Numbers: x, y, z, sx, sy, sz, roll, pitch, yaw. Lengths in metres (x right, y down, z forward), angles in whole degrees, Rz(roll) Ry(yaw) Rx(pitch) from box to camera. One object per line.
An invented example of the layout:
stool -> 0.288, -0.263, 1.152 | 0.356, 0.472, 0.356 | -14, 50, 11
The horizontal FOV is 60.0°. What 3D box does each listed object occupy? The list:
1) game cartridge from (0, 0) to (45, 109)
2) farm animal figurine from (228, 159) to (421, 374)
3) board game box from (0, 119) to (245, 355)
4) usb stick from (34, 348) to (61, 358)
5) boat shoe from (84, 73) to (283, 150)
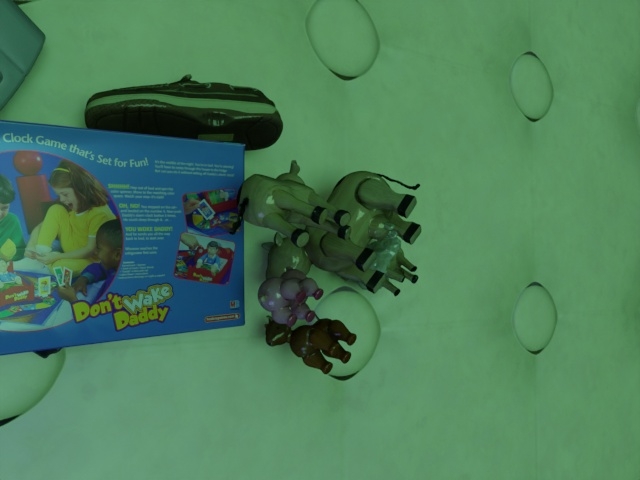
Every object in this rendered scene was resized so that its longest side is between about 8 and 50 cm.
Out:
game cartridge -> -0.439, -0.180, 0.565 | 0.196, 0.060, 0.294 | 53, 57, -36
farm animal figurine -> 0.000, 0.000, 0.778 | 0.326, 0.172, 0.331 | -40, 143, -31
board game box -> -0.255, -0.005, 0.629 | 0.346, 0.078, 0.234 | -1, 92, -37
usb stick -> -0.274, 0.014, 0.693 | 0.077, 0.045, 0.278 | 46, 65, -30
boat shoe -> -0.183, -0.175, 0.748 | 0.257, 0.095, 0.095 | -1, 55, -30
